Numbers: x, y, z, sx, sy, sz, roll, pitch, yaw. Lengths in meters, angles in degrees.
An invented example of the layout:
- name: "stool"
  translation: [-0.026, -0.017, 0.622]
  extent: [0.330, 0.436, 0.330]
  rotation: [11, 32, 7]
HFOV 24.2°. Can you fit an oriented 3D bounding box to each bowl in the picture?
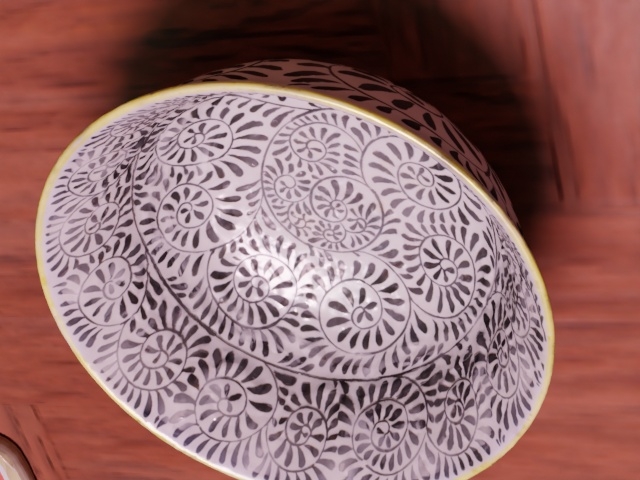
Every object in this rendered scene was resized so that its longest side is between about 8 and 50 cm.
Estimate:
- name: "bowl"
  translation: [0.000, 0.000, 0.496]
  extent: [0.170, 0.080, 0.170]
  rotation: [11, 130, 13]

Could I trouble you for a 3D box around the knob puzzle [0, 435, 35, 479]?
- name: "knob puzzle"
  translation: [-0.209, 0.141, 0.722]
  extent: [0.213, 0.030, 0.213]
  rotation: [10, 130, 13]
